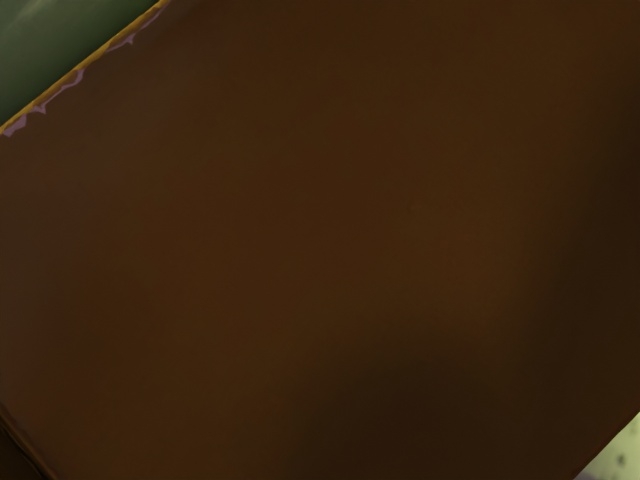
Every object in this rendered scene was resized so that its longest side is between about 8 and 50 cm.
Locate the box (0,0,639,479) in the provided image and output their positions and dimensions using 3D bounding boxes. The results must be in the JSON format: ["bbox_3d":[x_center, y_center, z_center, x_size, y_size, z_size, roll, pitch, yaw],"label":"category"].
[{"bbox_3d":[0.000,0.000,0.781,0.339,0.229,0.239,-41,98,-19],"label":"box"}]

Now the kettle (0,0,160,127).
[{"bbox_3d":[-0.129,-0.132,0.909,0.210,0.160,0.243,42,74,-21],"label":"kettle"}]
